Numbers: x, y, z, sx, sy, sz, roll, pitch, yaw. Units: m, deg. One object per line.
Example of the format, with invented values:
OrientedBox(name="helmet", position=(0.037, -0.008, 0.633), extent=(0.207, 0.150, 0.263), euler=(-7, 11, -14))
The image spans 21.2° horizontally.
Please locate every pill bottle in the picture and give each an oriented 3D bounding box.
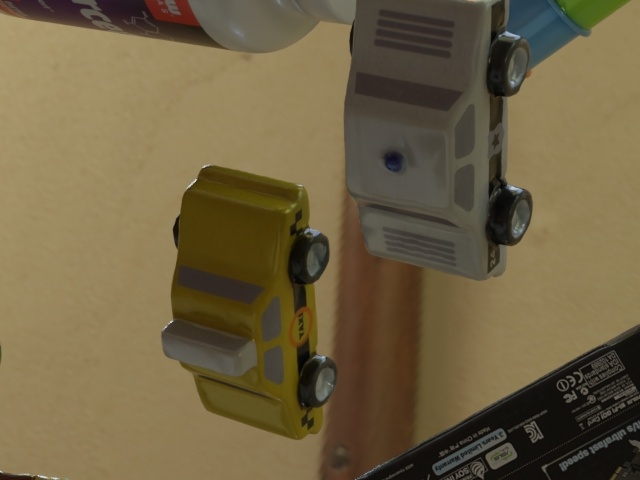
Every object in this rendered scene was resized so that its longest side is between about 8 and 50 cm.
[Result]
OrientedBox(name="pill bottle", position=(-0.103, -0.231, 1.201), extent=(0.323, 0.181, 0.181), euler=(12, -103, 32))

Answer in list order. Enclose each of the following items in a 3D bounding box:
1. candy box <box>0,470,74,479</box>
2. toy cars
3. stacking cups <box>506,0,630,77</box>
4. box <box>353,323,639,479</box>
OrientedBox(name="candy box", position=(-0.156, 0.198, 0.769), extent=(0.109, 0.053, 0.186), euler=(-3, -115, 46))
OrientedBox(name="toy cars", position=(0.000, 0.000, 1.021), extent=(0.393, 0.176, 0.087), euler=(-45, 177, 43))
OrientedBox(name="stacking cups", position=(0.181, -0.187, 1.434), extent=(0.316, 0.096, 0.096), euler=(-37, -132, 26))
OrientedBox(name="box", position=(0.203, 0.127, 0.642), extent=(0.307, 0.076, 0.242), euler=(-29, -106, -3))
